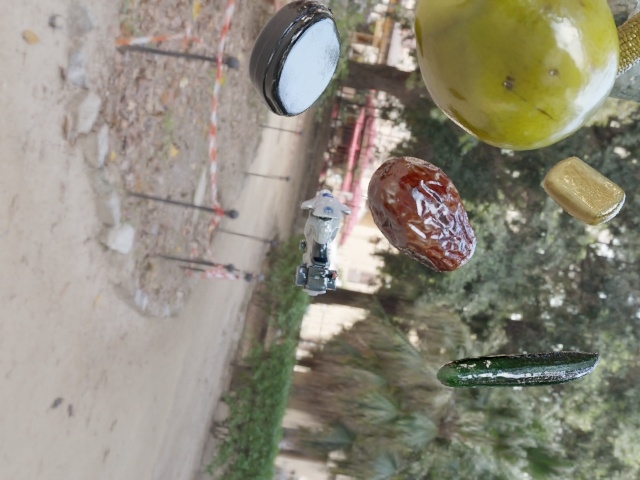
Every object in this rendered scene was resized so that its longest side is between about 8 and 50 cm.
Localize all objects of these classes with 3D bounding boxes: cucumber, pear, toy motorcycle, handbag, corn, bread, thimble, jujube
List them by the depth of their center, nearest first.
[{"bbox_3d":[0.305,0.197,1.082,0.056,0.284,0.056,179,-90,-71],"label":"cucumber"},{"bbox_3d":[0.359,-0.355,1.333,0.362,0.418,0.362,-27,-133,32],"label":"pear"},{"bbox_3d":[0.000,0.000,1.427,0.150,0.102,0.221,160,-64,-80],"label":"toy motorcycle"},{"bbox_3d":[0.228,-0.058,1.601,0.197,0.290,0.197,-37,-160,16],"label":"jujube"},{"bbox_3d":[-0.053,-0.413,1.625,0.254,0.093,0.308,-54,164,-5],"label":"handbag"},{"bbox_3d":[0.739,-0.471,1.674,0.293,0.106,0.106,-36,-152,32],"label":"corn"},{"bbox_3d":[0.855,-0.527,1.953,0.291,0.195,0.291,-174,-90,-78],"label":"thimble"},{"bbox_3d":[0.726,-0.130,1.984,0.217,0.147,0.098,50,-5,29],"label":"bread"}]

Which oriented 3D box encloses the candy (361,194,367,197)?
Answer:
[{"bbox_3d":[0.146,-0.121,2.084,0.083,0.023,0.025,17,-79,45],"label":"candy"}]
